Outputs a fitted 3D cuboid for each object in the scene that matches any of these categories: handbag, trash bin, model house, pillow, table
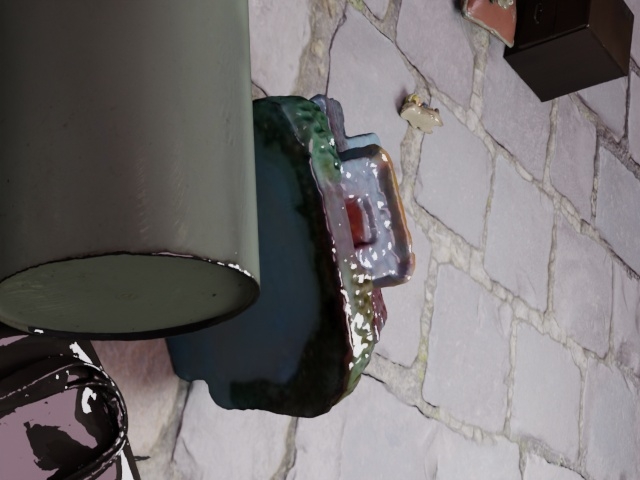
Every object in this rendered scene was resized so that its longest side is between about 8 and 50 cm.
[{"bbox_3d":[-0.320,0.199,0.954,0.257,0.113,0.285,-25,99,-42],"label":"handbag"},{"bbox_3d":[-0.197,-0.141,0.953,0.280,0.280,0.432,16,60,-45],"label":"trash bin"},{"bbox_3d":[0.000,0.000,1.220,0.339,0.297,0.360,-18,95,-52],"label":"model house"},{"bbox_3d":[0.330,-0.482,1.878,0.171,0.075,0.179,20,67,-44],"label":"pillow"},{"bbox_3d":[0.495,-0.414,1.955,0.172,0.193,0.169,38,54,-35],"label":"table"}]

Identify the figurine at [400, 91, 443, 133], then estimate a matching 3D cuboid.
[{"bbox_3d":[0.170,-0.220,1.661,0.083,0.047,0.050,28,45,-32],"label":"figurine"}]
